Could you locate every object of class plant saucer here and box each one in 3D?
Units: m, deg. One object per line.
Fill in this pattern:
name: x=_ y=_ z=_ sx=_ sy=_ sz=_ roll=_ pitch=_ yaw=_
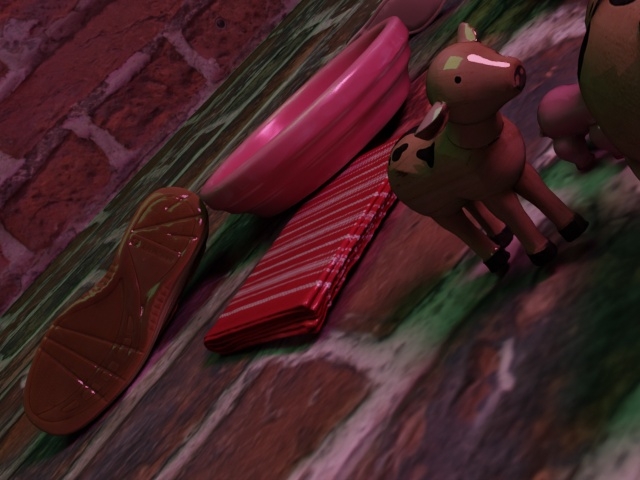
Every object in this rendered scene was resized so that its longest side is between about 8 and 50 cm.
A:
plant saucer: x=-0.007 y=-0.142 z=0.999 sx=0.332 sy=0.084 sz=0.332 roll=-41 pitch=12 yaw=11

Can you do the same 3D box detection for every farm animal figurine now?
farm animal figurine: x=0.166 y=-0.106 z=0.422 sx=0.330 sy=0.172 sz=0.326 roll=-42 pitch=13 yaw=16

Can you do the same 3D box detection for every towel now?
towel: x=0.000 y=0.000 z=0.812 sx=0.199 sy=0.031 sz=0.274 roll=-22 pitch=27 yaw=51

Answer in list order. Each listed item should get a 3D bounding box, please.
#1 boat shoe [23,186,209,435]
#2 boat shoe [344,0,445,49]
boat shoe: x=-0.246 y=0.095 z=1.018 sx=0.341 sy=0.123 sz=0.123 roll=-62 pitch=-10 yaw=-14
boat shoe: x=0.116 y=-0.349 z=1.233 sx=0.206 sy=0.075 sz=0.065 roll=-33 pitch=25 yaw=41
